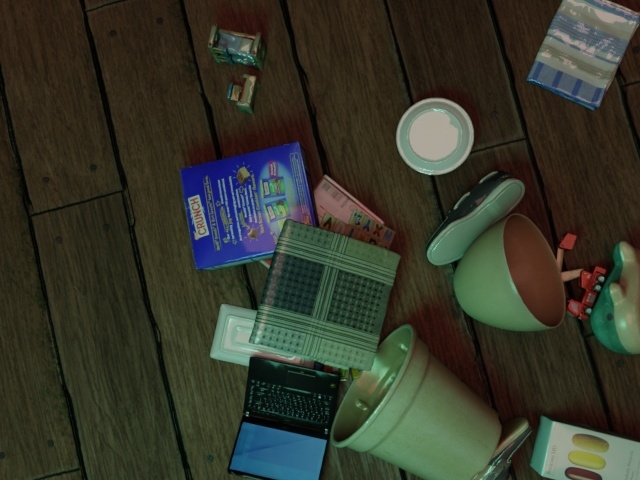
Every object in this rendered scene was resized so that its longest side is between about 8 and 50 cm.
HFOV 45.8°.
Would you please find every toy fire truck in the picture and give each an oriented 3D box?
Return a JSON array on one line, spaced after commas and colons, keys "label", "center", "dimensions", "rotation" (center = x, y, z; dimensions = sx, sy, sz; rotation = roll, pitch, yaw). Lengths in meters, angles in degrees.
[{"label": "toy fire truck", "center": [0.640, 0.091, 1.910], "dimensions": [0.135, 0.047, 0.192], "rotation": [22, 87, 6]}]

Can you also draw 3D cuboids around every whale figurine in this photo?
[{"label": "whale figurine", "center": [0.735, 0.143, 1.853], "dimensions": [0.141, 0.216, 0.272], "rotation": [-14, 66, 44]}]

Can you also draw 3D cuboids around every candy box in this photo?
[{"label": "candy box", "center": [-0.174, -0.082, 1.923], "dimensions": [0.317, 0.122, 0.268], "rotation": [-11, 81, 5]}]

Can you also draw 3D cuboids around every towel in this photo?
[{"label": "towel", "center": [0.017, 0.136, 1.812], "dimensions": [0.324, 0.056, 0.312], "rotation": [18, 82, -20]}, {"label": "towel", "center": [0.686, -0.503, 1.972], "dimensions": [0.209, 0.034, 0.285], "rotation": [26, 87, 6]}]

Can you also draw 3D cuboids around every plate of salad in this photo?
[{"label": "plate of salad", "center": [0.297, -0.269, 1.966], "dimensions": [0.200, 0.048, 0.200], "rotation": [0, 91, 12]}]

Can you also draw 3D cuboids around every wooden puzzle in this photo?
[{"label": "wooden puzzle", "center": [0.041, 0.324, 1.912], "dimensions": [0.116, 0.014, 0.078], "rotation": [-9, 40, 11]}]

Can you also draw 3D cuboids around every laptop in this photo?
[{"label": "laptop", "center": [-0.090, 0.450, 1.866], "dimensions": [0.234, 0.136, 0.264], "rotation": [11, 110, 5]}]

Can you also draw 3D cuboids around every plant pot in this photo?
[{"label": "plant pot", "center": [0.240, 0.420, 1.790], "dimensions": [0.305, 0.334, 0.334], "rotation": [35, 87, -6]}, {"label": "plant pot", "center": [0.438, 0.099, 1.835], "dimensions": [0.191, 0.284, 0.284], "rotation": [-25, 82, 37]}]

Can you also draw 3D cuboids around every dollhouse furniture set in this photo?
[{"label": "dollhouse furniture set", "center": [-0.226, -0.446, 1.973], "dimensions": [0.129, 0.129, 0.184], "rotation": [11, 85, 5]}]

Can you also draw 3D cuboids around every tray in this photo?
[{"label": "tray", "center": [-0.142, 0.259, 1.950], "dimensions": [0.270, 0.030, 0.145], "rotation": [11, 84, 4]}]

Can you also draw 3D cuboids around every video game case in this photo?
[{"label": "video game case", "center": [0.000, 0.000, 1.968], "dimensions": [0.204, 0.025, 0.285], "rotation": [40, 88, 6]}]

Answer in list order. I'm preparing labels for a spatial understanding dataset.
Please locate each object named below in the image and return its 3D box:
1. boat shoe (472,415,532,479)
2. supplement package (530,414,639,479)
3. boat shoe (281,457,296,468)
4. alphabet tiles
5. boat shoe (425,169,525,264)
[{"label": "boat shoe", "center": [0.420, 0.552, 1.856], "dimensions": [0.092, 0.103, 0.285], "rotation": [44, 92, 1]}, {"label": "supplement package", "center": [0.649, 0.520, 1.823], "dimensions": [0.244, 0.134, 0.139], "rotation": [13, 85, 5]}, {"label": "boat shoe", "center": [-0.091, 0.618, 1.908], "dimensions": [0.056, 0.048, 0.153], "rotation": [12, 90, 7]}, {"label": "alphabet tiles", "center": [0.073, 0.027, 1.889], "dimensions": [0.237, 0.009, 0.198], "rotation": [26, 85, -38]}, {"label": "boat shoe", "center": [0.378, -0.059, 1.921], "dimensions": [0.302, 0.091, 0.114], "rotation": [-37, 127, -2]}]
